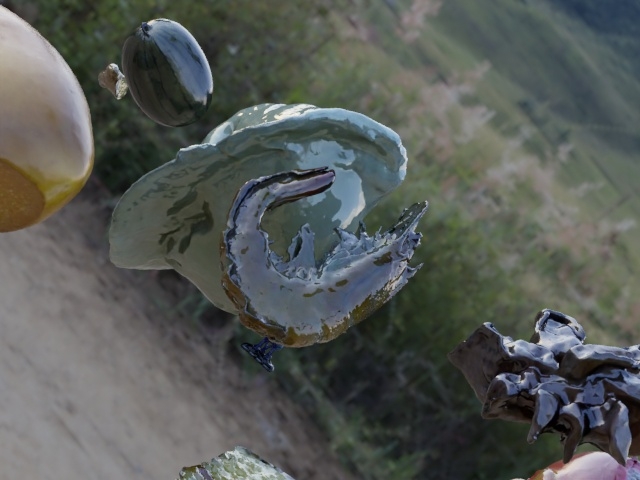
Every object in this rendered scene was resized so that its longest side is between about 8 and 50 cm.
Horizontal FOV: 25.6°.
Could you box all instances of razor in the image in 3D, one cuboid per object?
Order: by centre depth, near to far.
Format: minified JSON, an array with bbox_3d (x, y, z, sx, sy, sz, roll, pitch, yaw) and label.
[{"bbox_3d":[-0.013,0.083,1.487,0.044,0.154,0.028,42,-38,22],"label":"razor"}]

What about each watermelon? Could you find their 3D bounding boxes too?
[{"bbox_3d":[-0.143,-0.157,1.311,0.078,0.078,0.111,-112,179,-60],"label":"watermelon"}]

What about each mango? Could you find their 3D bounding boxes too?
[{"bbox_3d":[-0.311,-0.108,1.090,0.350,0.199,0.201,18,-10,31],"label":"mango"}]

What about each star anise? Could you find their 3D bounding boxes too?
[{"bbox_3d":[0.256,0.135,1.379,0.220,0.099,0.214,0,32,-16],"label":"star anise"}]

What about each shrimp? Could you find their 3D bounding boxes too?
[{"bbox_3d":[-0.001,0.001,1.329,0.173,0.058,0.253,51,50,-3],"label":"shrimp"}]

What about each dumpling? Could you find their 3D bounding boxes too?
[{"bbox_3d":[-0.062,-0.031,1.502,0.211,0.321,0.270,36,17,8],"label":"dumpling"}]

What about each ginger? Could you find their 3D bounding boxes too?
[{"bbox_3d":[-0.288,-0.223,1.984,0.048,0.030,0.097,64,-18,-6],"label":"ginger"}]

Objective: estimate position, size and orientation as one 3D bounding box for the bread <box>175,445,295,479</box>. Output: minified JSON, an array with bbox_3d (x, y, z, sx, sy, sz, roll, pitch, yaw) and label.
[{"bbox_3d":[-0.053,0.276,1.215,0.178,0.142,0.266,15,12,16],"label":"bread"}]

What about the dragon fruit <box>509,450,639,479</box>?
[{"bbox_3d":[0.316,0.362,1.677,0.224,0.227,0.224,21,49,-27],"label":"dragon fruit"}]
